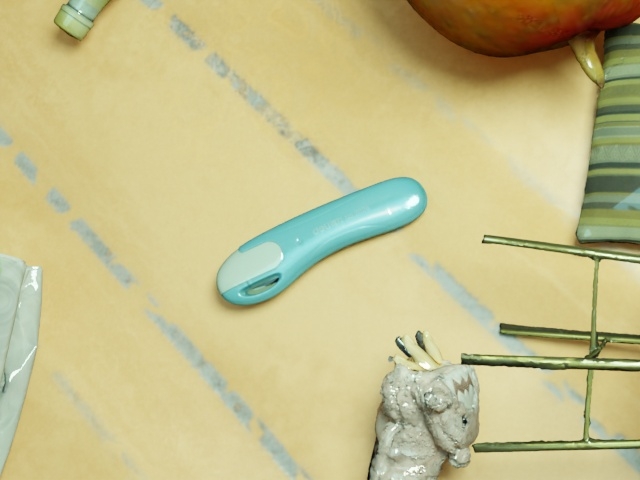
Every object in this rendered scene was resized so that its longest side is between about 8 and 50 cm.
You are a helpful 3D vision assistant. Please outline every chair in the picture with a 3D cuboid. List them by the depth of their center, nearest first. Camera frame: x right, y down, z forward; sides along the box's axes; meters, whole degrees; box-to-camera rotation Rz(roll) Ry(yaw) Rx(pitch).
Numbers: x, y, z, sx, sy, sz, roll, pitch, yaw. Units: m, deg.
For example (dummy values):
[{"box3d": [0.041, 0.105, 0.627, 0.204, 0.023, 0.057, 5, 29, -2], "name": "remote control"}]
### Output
[{"box3d": [0.282, 0.095, 0.685, 0.326, 0.170, 0.159, 4, 48, 22], "name": "chair"}]

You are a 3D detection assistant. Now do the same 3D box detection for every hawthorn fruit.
[{"box3d": [0.182, -0.266, 0.766, 0.277, 0.277, 0.298, -22, 92, 11], "name": "hawthorn fruit"}]

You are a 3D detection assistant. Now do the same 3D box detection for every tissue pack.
[{"box3d": [-0.366, 0.125, 0.907, 0.159, 0.145, 0.229, -3, 74, 50], "name": "tissue pack"}]

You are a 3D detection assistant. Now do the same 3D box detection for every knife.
[{"box3d": [0.000, 0.000, 0.869, 0.222, 0.031, 0.064, -26, 68, 6], "name": "knife"}]

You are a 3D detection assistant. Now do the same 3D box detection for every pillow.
[{"box3d": [0.340, -0.088, 0.775, 0.208, 0.052, 0.212, 8, 78, 21], "name": "pillow"}]

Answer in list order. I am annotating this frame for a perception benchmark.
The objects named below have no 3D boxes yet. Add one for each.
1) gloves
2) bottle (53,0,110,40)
[{"box3d": [0.088, 0.160, 0.773, 0.094, 0.110, 0.144, 20, 113, 12], "name": "gloves"}, {"box3d": [-0.199, -0.335, 0.976, 0.083, 0.083, 0.269, 35, 93, 20], "name": "bottle"}]
